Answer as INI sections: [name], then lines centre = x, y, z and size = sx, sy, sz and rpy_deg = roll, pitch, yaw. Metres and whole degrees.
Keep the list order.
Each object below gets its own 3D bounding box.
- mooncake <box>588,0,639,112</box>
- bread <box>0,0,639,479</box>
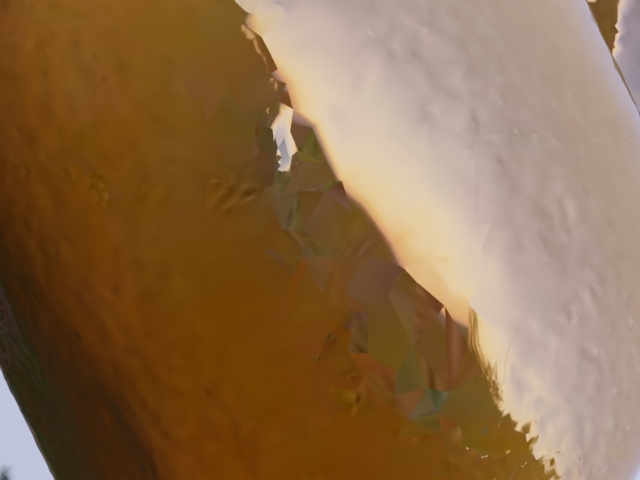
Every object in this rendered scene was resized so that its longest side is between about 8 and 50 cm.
[mooncake]
centre = 0.179, -0.125, 1.205
size = 0.246, 0.394, 0.393
rpy_deg = 18, 12, -21
[bread]
centre = 0.000, 0.000, 0.744
size = 0.253, 0.348, 0.376
rpy_deg = -166, -126, -82
